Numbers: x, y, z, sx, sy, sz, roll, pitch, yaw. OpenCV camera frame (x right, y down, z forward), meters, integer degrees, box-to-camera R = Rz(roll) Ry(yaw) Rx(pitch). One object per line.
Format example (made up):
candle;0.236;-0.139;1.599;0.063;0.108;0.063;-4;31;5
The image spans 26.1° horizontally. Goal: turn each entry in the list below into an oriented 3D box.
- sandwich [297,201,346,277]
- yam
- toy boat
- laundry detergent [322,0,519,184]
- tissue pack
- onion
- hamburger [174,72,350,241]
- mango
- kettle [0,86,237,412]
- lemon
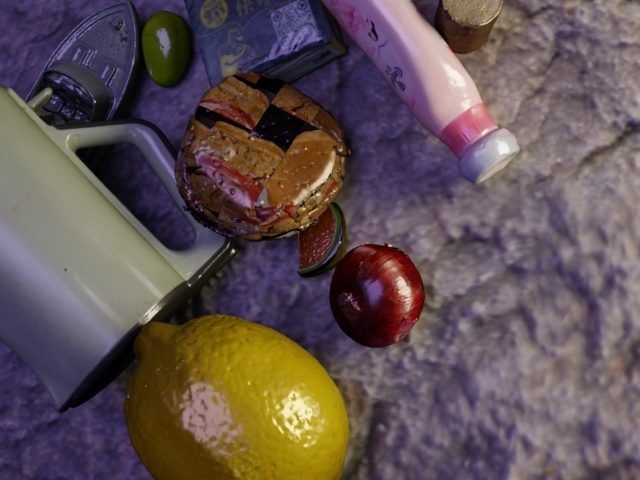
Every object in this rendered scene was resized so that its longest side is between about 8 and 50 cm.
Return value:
sandwich;0.003;-0.003;1.807;0.069;0.026;0.101;-7;76;28
yam;0.182;-0.280;1.705;0.084;0.127;0.084;0;79;2
toy boat;-0.348;-0.201;1.965;0.141;0.092;0.320;33;96;21
laundry detergent;0.119;-0.220;1.721;0.088;0.159;0.335;-36;81;-3
tissue pack;-0.091;-0.335;1.873;0.185;0.081;0.257;-24;72;19
onion;0.069;0.067;1.709;0.131;0.131;0.131;-4;80;25
hamburger;-0.080;-0.104;1.788;0.231;0.107;0.231;2;63;-3
mango;-0.218;-0.269;1.938;0.073;0.056;0.108;5;96;30
kettle;-0.338;-0.021;1.827;0.376;0.250;0.361;44;71;2
lemon;-0.106;0.220;1.692;0.320;0.245;0.245;42;101;3
